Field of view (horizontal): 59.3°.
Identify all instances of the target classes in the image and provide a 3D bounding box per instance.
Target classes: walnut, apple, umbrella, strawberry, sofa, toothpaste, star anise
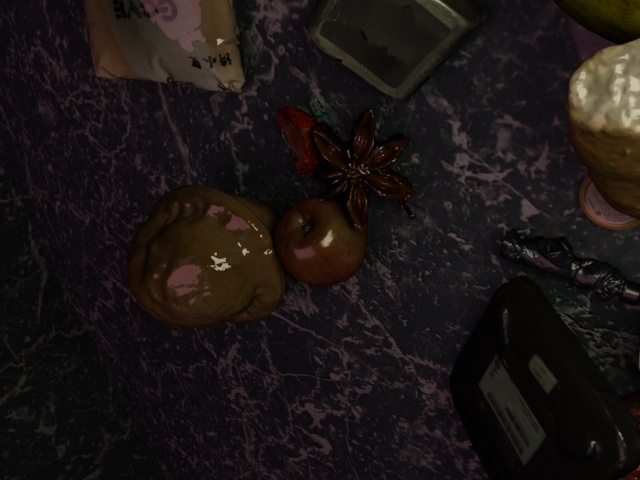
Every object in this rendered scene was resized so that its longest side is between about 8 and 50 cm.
[{"bbox_3d":[-0.258,0.047,1.299,0.384,0.384,0.383,22,128,31],"label":"walnut"},{"bbox_3d":[0.000,0.000,1.159,0.188,0.188,0.174,24,170,31],"label":"apple"},{"bbox_3d":[0.407,0.038,0.914,0.224,0.080,0.071,26,96,24],"label":"umbrella"},{"bbox_3d":[-0.034,-0.210,1.115,0.146,0.082,0.187,61,175,-8],"label":"strawberry"},{"bbox_3d":[0.121,-0.374,0.905,0.226,0.175,0.210,29,139,-13],"label":"sofa"},{"bbox_3d":[0.005,-0.247,1.135,0.020,0.017,0.083,-29,95,48],"label":"toothpaste"},{"bbox_3d":[0.071,-0.135,1.054,0.190,0.125,0.220,-9,109,-1],"label":"star anise"}]

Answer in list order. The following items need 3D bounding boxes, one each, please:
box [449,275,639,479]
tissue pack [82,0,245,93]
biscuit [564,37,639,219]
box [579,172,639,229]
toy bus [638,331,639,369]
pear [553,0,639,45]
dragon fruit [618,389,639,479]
[{"bbox_3d":[0.355,0.284,0.967,0.359,0.091,0.350,-112,23,-44],"label":"box"},{"bbox_3d":[-0.327,-0.504,1.164,0.376,0.195,0.389,9,121,25],"label":"tissue pack"},{"bbox_3d":[0.476,-0.082,0.538,0.430,0.446,0.103,-2,74,26],"label":"biscuit"},{"bbox_3d":[0.441,-0.068,0.832,0.106,0.037,0.105,22,127,32],"label":"box"},{"bbox_3d":[0.558,0.135,0.772,0.203,0.142,0.141,10,121,38],"label":"toy bus"},{"bbox_3d":[0.370,-0.335,0.513,0.413,0.352,0.351,40,136,23],"label":"pear"},{"bbox_3d":[0.552,0.400,0.855,0.296,0.263,0.314,54,137,2],"label":"dragon fruit"}]
